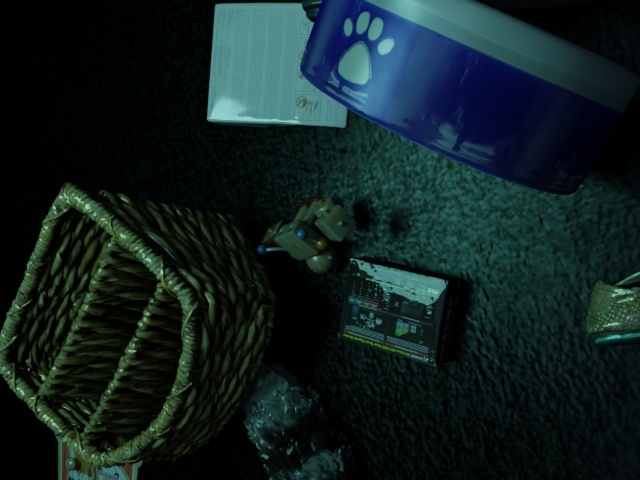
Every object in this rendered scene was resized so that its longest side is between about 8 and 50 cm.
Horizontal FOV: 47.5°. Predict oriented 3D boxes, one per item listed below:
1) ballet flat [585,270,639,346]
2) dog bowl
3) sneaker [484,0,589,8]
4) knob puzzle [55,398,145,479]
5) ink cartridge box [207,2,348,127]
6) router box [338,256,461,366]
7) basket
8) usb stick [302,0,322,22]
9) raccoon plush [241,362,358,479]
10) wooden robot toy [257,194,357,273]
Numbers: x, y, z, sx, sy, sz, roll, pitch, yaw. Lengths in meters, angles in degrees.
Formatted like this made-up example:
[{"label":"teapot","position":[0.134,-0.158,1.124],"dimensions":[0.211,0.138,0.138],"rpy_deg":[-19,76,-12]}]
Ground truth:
[{"label":"ballet flat","position":[0.324,0.046,0.603],"dimensions":[0.206,0.073,0.067],"rpy_deg":[-10,71,30]},{"label":"dog bowl","position":[0.120,-0.143,0.615],"dimensions":[0.265,0.265,0.104],"rpy_deg":[34,111,29]},{"label":"sneaker","position":[0.289,-0.326,0.574],"dimensions":[0.366,0.137,0.210],"rpy_deg":[-3,92,37]},{"label":"knob puzzle","position":[-0.333,0.302,1.066],"dimensions":[0.213,0.030,0.213],"rpy_deg":[1,91,34]},{"label":"ink cartridge box","position":[-0.044,-0.209,0.871],"dimensions":[0.179,0.045,0.145],"rpy_deg":[6,94,15]},{"label":"router box","position":[0.084,0.074,0.779],"dimensions":[0.122,0.038,0.092],"rpy_deg":[13,97,33]},{"label":"basket","position":[-0.218,0.120,0.830],"dimensions":[0.299,0.223,0.213],"rpy_deg":[-56,43,27]},{"label":"usb stick","position":[0.023,-0.382,0.801],"dimensions":[0.077,0.045,0.278],"rpy_deg":[5,92,20]},{"label":"raccoon plush","position":[-0.052,0.358,0.718],"dimensions":[0.446,0.299,0.216],"rpy_deg":[48,115,24]},{"label":"wooden robot toy","position":[0.000,0.000,0.827],"dimensions":[0.079,0.076,0.173],"rpy_deg":[45,149,-16]}]
